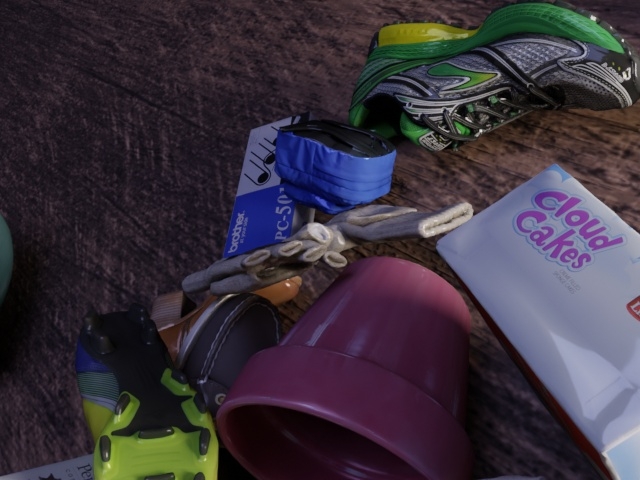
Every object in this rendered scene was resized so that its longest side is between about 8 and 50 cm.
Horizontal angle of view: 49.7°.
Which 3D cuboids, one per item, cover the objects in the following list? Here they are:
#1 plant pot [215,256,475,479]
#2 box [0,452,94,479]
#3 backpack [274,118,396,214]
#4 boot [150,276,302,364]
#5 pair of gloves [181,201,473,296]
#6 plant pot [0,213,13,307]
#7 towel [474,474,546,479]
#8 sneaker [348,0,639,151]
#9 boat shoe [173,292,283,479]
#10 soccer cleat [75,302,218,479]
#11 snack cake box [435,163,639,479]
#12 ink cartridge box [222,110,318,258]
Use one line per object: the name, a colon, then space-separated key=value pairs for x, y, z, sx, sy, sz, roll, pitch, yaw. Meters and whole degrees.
plant pot: x=0.041 y=0.121 z=0.584 sx=0.201 sy=0.201 sz=0.180 roll=-2 pitch=42 yaw=33
box: x=-0.220 y=0.306 z=0.550 sx=0.181 sy=0.119 sz=0.181 roll=44 pitch=121 yaw=35
backpack: x=0.023 y=-0.081 z=0.779 sx=0.120 sy=0.101 sz=0.098 roll=18 pitch=30 yaw=28
boot: x=-0.104 y=0.120 z=0.764 sx=0.197 sy=0.073 sz=0.152 roll=-19 pitch=58 yaw=20
pair of gloves: x=0.000 y=0.000 z=0.666 sx=0.240 sy=0.042 sz=0.204 roll=-17 pitch=4 yaw=-26
plant pot: x=-0.593 y=0.043 z=1.004 sx=0.293 sy=0.293 sz=0.235 roll=-15 pitch=35 yaw=25
towel: x=0.055 y=0.271 z=0.463 sx=0.282 sy=0.049 sz=0.187 roll=-25 pitch=79 yaw=35
sneaker: x=0.175 y=-0.154 z=0.743 sx=0.344 sy=0.134 sz=0.146 roll=8 pitch=70 yaw=47
boat shoe: x=-0.094 y=0.196 z=0.642 sx=0.097 sy=0.117 sz=0.324 roll=-17 pitch=50 yaw=56
soccer cleat: x=-0.149 y=0.162 z=0.582 sx=0.094 sy=0.121 sz=0.289 roll=-7 pitch=27 yaw=-22
snack cake box: x=0.188 y=0.091 z=0.439 sx=0.089 sy=0.264 sz=0.152 roll=-36 pitch=46 yaw=6
ink cartridge box: x=-0.054 y=-0.062 z=0.870 sx=0.097 sy=0.046 sz=0.207 roll=-12 pitch=53 yaw=29
